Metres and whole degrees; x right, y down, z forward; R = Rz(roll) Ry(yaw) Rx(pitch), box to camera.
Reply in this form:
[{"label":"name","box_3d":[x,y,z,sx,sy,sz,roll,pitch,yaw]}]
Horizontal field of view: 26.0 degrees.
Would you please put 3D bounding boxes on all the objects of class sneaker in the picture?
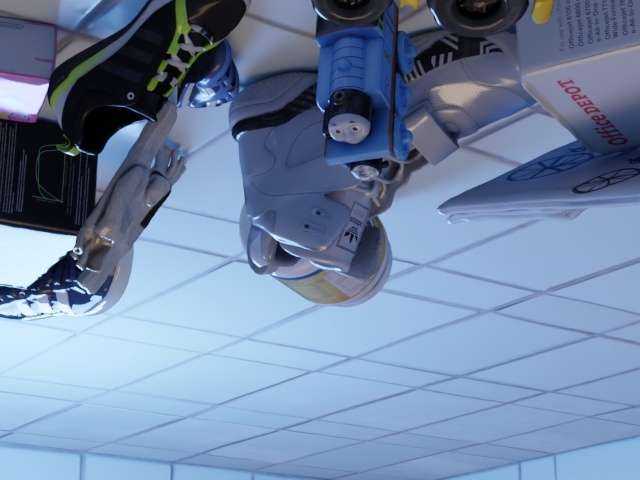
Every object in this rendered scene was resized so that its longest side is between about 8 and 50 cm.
[{"label":"sneaker","box_3d":[-0.106,-0.170,1.395,0.059,0.053,0.144,6,168,-16]},{"label":"sneaker","box_3d":[-0.153,-0.154,1.297,0.235,0.097,0.084,-32,150,20]},{"label":"sneaker","box_3d":[0.072,-0.079,1.415,0.366,0.210,0.137,-10,159,25]},{"label":"sneaker","box_3d":[-0.387,0.042,1.872,0.148,0.131,0.350,10,159,-38]}]

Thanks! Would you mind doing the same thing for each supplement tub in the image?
[{"label":"supplement tub","box_3d":[0.000,0.000,1.739,0.144,0.144,0.200,-8,160,21]}]

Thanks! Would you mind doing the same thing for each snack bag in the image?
[{"label":"snack bag","box_3d":[0.337,-0.080,1.350,0.323,0.037,0.343,-24,-167,-35]}]

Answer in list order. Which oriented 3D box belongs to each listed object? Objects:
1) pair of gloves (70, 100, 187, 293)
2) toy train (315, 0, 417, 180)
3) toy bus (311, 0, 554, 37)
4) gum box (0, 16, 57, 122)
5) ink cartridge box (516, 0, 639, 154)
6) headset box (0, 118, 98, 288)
[{"label":"pair of gloves","box_3d":[-0.209,-0.040,1.557,0.042,0.204,0.240,30,164,2]},{"label":"toy train","box_3d":[0.037,-0.147,1.273,0.080,0.184,0.105,-8,149,22]},{"label":"toy bus","box_3d":[0.078,-0.269,1.002,0.220,0.149,0.211,3,147,-3]},{"label":"gum box","box_3d":[-0.361,-0.174,1.357,0.188,0.062,0.107,7,159,-20]},{"label":"ink cartridge box","box_3d":[0.350,-0.193,1.215,0.308,0.129,0.223,-11,160,27]},{"label":"headset box","box_3d":[-0.433,-0.052,1.602,0.283,0.131,0.246,10,159,-26]}]
